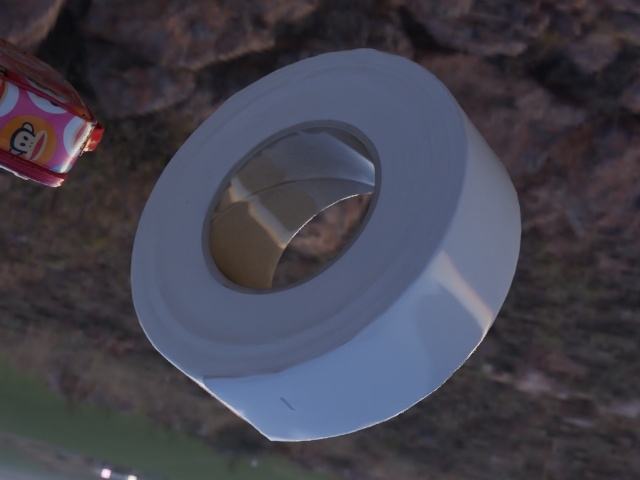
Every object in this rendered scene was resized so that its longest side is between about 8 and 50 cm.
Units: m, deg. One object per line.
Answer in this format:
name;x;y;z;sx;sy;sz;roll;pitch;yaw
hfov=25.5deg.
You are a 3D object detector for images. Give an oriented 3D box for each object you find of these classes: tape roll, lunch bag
tape roll;0.000;0.000;1.047;0.286;0.286;0.100;3;150;36
lunch bag;-0.376;-0.170;1.649;0.258;0.120;0.293;24;-171;-26
